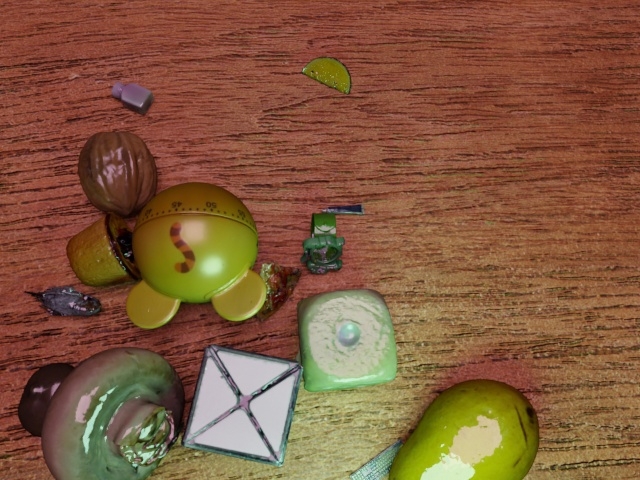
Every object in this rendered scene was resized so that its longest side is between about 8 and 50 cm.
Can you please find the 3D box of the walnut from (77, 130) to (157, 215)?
[{"bbox_3d":[-0.597,-0.198,1.630,0.225,0.225,0.260,-16,79,-12],"label":"walnut"}]

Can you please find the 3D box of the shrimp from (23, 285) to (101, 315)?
[{"bbox_3d":[-0.737,0.167,1.559,0.233,0.079,0.090,13,108,3],"label":"shrimp"}]

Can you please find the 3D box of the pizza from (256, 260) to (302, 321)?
[{"bbox_3d":[-0.127,0.134,1.579,0.053,0.193,0.201,28,74,30],"label":"pizza"}]

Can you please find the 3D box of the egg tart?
[{"bbox_3d":[-0.599,0.038,1.560,0.171,0.215,0.215,-24,75,1],"label":"egg tart"}]

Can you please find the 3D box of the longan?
[{"bbox_3d":[-0.685,0.414,1.427,0.190,0.189,0.189,2,71,-6],"label":"longan"}]

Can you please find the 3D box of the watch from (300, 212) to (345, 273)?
[{"bbox_3d":[0.000,0.000,1.679,0.131,0.165,0.151,-2,47,-6],"label":"watch"}]

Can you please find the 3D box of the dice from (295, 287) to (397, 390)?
[{"bbox_3d":[0.062,0.277,1.516,0.255,0.249,0.251,-4,71,-8],"label":"dice"}]

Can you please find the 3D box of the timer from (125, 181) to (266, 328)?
[{"bbox_3d":[-0.339,0.047,1.504,0.377,0.376,0.386,-3,67,-8],"label":"timer"}]

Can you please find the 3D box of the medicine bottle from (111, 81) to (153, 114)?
[{"bbox_3d":[-0.617,-0.472,1.802,0.118,0.055,0.074,23,71,0],"label":"medicine bottle"}]

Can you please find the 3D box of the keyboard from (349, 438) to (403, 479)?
[{"bbox_3d":[0.168,0.628,1.532,0.176,0.014,0.055,-30,74,-16],"label":"keyboard"}]

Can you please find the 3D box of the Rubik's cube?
[{"bbox_3d":[-0.201,0.431,1.434,0.255,0.259,0.259,14,66,-3],"label":"Rubik's cube"}]

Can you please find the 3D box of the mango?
[{"bbox_3d":[0.378,0.559,1.474,0.445,0.220,0.301,-27,78,-11],"label":"mango"}]

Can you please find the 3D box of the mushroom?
[{"bbox_3d":[-0.473,0.443,1.335,0.295,0.362,0.362,11,66,32],"label":"mushroom"}]

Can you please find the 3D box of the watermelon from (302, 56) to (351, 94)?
[{"bbox_3d":[0.038,-0.592,1.908,0.182,0.075,0.091,28,74,2],"label":"watermelon"}]

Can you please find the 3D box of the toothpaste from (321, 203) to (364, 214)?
[{"bbox_3d":[0.072,-0.098,1.770,0.140,0.021,0.037,-3,70,-9],"label":"toothpaste"}]
